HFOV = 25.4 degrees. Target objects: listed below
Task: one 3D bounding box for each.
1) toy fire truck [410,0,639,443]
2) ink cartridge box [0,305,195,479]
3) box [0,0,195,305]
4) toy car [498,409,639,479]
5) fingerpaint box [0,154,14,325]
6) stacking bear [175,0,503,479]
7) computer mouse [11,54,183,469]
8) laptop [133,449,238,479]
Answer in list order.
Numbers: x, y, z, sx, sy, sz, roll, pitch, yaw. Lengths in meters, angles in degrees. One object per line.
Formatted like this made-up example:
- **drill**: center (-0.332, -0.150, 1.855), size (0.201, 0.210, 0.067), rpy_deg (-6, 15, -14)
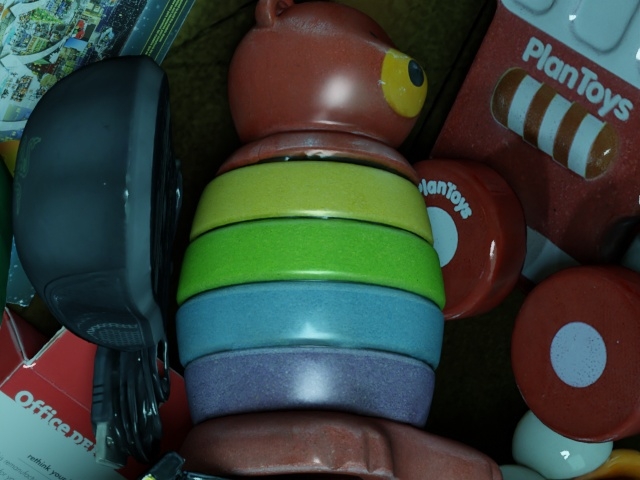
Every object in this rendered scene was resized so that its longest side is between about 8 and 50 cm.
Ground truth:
- **toy fire truck**: center (0.190, -0.035, 0.849), size (0.169, 0.302, 0.254), rpy_deg (-2, 122, -46)
- **ink cartridge box**: center (-0.191, 0.139, 0.893), size (0.231, 0.078, 0.134), rpy_deg (-45, 124, 3)
- **box**: center (-0.184, -0.077, 0.770), size (0.159, 0.044, 0.233), rpy_deg (12, 118, -43)
- **toy car**: center (0.192, 0.220, 1.047), size (0.182, 0.136, 0.159), rpy_deg (-42, 131, -39)
- **fingerpaint box**: center (-0.386, -0.108, 0.570), size (0.371, 0.163, 0.444), rpy_deg (-20, 118, 1)
- **stacking bear**: center (0.000, 0.000, 0.815), size (0.175, 0.164, 0.289), rpy_deg (21, 65, -49)
- **computer mouse**: center (-0.113, 0.000, 0.724), size (0.072, 0.188, 0.272), rpy_deg (4, 159, -2)
- **laptop**: center (-0.079, 0.295, 0.792), size (0.408, 0.236, 0.382), rpy_deg (-40, 169, -31)
